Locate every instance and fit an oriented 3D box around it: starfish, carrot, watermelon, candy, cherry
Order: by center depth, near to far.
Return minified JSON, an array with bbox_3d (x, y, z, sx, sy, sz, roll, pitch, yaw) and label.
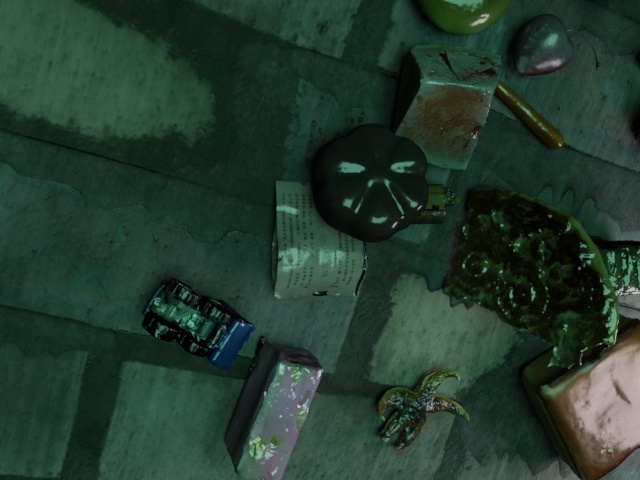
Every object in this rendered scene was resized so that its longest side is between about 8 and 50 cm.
[{"bbox_3d":[0.275,-0.278,1.391,0.212,0.201,0.262,9,101,-10],"label":"watermelon"},{"bbox_3d":[-0.103,0.353,1.408,0.115,0.155,0.265,20,94,-23],"label":"candy"},{"bbox_3d":[0.509,-0.406,1.491,0.188,0.115,0.148,49,64,-25],"label":"cherry"},{"bbox_3d":[0.475,-0.290,1.538,0.247,0.043,0.043,36,88,-18],"label":"carrot"},{"bbox_3d":[0.240,0.395,1.579,0.216,0.071,0.238,30,100,-26],"label":"starfish"}]

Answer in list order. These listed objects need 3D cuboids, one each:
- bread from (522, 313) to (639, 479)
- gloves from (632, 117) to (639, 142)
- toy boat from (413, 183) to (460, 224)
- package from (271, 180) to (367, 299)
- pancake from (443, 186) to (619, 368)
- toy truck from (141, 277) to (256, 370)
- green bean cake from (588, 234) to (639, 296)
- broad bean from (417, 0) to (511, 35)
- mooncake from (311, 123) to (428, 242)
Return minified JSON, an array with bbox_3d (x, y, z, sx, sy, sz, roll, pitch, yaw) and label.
[{"bbox_3d":[0.699,0.388,1.681,0.323,0.143,0.333,-34,109,-8],"label":"bread"},{"bbox_3d":[0.884,-0.244,1.624,0.210,0.135,0.312,-21,128,7],"label":"gloves"},{"bbox_3d":[0.197,-0.079,1.465,0.225,0.068,0.088,-1,81,-20],"label":"toy boat"},{"bbox_3d":[0.000,0.000,1.427,0.203,0.062,0.251,-1,94,-21],"label":"package"},{"bbox_3d":[0.470,0.075,1.473,0.067,0.426,0.305,-2,123,-59],"label":"pancake"},{"bbox_3d":[-0.248,0.163,1.343,0.208,0.126,0.113,34,88,-24],"label":"toy truck"},{"bbox_3d":[0.675,0.056,1.559,0.254,0.241,0.132,-2,92,-20],"label":"green bean cake"},{"bbox_3d":[0.304,-0.576,1.387,0.237,0.119,0.291,-1,101,-18],"label":"broad bean"},{"bbox_3d":[0.100,-0.119,1.359,0.244,0.133,0.245,2,77,-7],"label":"mooncake"}]
